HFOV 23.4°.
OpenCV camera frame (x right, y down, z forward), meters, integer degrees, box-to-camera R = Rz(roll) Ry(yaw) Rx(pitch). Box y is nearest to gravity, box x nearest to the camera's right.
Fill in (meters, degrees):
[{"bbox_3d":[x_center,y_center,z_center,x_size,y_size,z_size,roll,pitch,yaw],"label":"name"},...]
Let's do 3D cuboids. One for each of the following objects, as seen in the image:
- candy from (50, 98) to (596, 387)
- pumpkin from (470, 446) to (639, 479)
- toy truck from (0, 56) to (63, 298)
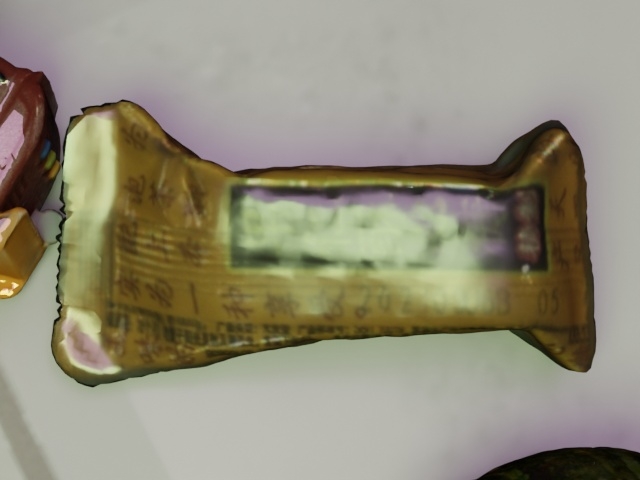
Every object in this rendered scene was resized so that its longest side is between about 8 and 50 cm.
[{"bbox_3d":[0.000,0.000,0.764,0.271,0.101,0.143,-1,96,-1],"label":"candy"},{"bbox_3d":[0.122,0.205,0.703,0.223,0.157,0.224,4,79,-23],"label":"pumpkin"},{"bbox_3d":[-0.224,0.024,0.732,0.135,0.114,0.270,28,77,2],"label":"toy truck"}]
